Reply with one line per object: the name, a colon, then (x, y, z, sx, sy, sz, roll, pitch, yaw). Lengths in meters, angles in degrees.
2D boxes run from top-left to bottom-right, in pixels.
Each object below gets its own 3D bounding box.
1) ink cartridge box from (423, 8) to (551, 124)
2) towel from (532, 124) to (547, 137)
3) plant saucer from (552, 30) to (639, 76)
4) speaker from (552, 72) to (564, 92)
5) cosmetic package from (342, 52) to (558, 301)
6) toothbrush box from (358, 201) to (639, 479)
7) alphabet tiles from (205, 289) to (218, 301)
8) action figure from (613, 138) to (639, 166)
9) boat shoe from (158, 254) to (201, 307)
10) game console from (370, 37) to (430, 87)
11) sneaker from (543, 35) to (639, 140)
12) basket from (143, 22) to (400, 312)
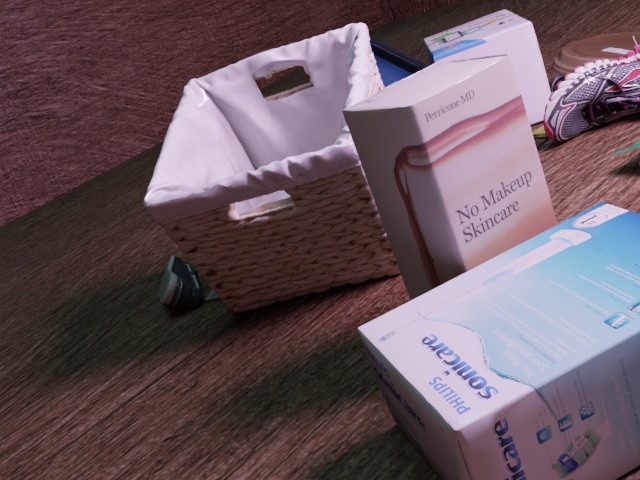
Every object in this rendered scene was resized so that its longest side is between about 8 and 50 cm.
ink cartridge box: (0.343, -0.345, 1.587, 0.198, 0.197, 0.270, -18, 20, 9)
towel: (0.438, -0.212, 1.422, 0.083, 0.009, 0.060, -32, 21, -27)
plant saucer: (0.613, -0.378, 1.537, 0.277, 0.041, 0.278, -7, 26, 4)
speaker: (0.519, -0.339, 1.597, 0.055, 0.055, 0.136, -12, 22, 25)
cosmetic package: (0.159, -0.037, 0.840, 0.153, 0.296, 0.129, -31, 21, -23)
toothbrush box: (0.213, 0.099, 0.684, 0.295, 0.126, 0.216, -25, 21, -11)
alphabet tiles: (-0.065, 0.033, 1.324, 0.237, 0.009, 0.198, -14, 21, 22)
action figure: (0.561, -0.178, 1.124, 0.232, 0.063, 0.137, -36, 22, -24)
boat shoe: (-0.249, 0.078, 1.358, 0.065, 0.075, 0.206, 18, 6, -15)
game console: (0.084, -0.258, 1.554, 0.173, 0.250, 0.293, -10, 33, -29)
sneaker: (0.525, -0.259, 1.310, 0.299, 0.121, 0.112, -29, 50, 5)
basket: (-0.042, -0.105, 1.167, 0.328, 0.266, 0.331, -15, 39, 19)
